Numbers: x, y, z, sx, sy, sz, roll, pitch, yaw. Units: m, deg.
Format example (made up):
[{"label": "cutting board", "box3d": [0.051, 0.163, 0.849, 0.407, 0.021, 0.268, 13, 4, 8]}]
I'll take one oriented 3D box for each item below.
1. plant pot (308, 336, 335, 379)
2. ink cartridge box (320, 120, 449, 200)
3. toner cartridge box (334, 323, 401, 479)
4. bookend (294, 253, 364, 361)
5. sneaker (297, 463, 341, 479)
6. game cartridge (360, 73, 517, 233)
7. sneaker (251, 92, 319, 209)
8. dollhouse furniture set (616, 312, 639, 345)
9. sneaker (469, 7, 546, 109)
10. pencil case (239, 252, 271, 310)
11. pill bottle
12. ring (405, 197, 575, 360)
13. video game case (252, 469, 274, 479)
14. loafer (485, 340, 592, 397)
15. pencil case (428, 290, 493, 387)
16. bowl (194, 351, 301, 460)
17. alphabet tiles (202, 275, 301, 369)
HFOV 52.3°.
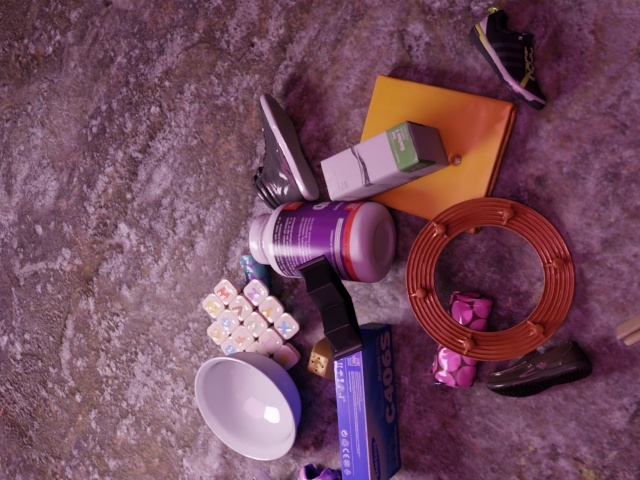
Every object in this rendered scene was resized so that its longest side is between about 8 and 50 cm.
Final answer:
[{"label": "plant pot", "box3d": [0.014, 0.291, 1.579, 0.081, 0.083, 0.081, 20, 102, 29]}, {"label": "ink cartridge box", "box3d": [0.135, -0.162, 1.379, 0.219, 0.160, 0.092, -21, 81, 31]}, {"label": "toner cartridge box", "box3d": [0.108, 0.374, 1.482, 0.075, 0.165, 0.347, -3, 92, 31]}, {"label": "bookend", "box3d": [0.019, 0.142, 1.376, 0.072, 0.156, 0.157, -24, 42, 10]}, {"label": "sneaker", "box3d": [0.032, 0.615, 1.590, 0.236, 0.095, 0.104, 10, 91, 31]}, {"label": "game cartridge", "box3d": [0.237, -0.195, 1.437, 0.324, 0.053, 0.285, 22, 104, 31]}, {"label": "sneaker", "box3d": [-0.124, -0.209, 1.615, 0.147, 0.104, 0.295, -24, 85, 25]}, {"label": "dollhouse furniture set", "box3d": [0.638, 0.211, 1.180, 0.123, 0.144, 0.151, -40, 88, 32]}, {"label": "sneaker", "box3d": [0.392, -0.372, 1.307, 0.097, 0.084, 0.234, -40, 73, 26]}, {"label": "pencil case", "box3d": [-0.167, 0.108, 1.688, 0.070, 0.064, 0.151, -9, 89, 18]}, {"label": "pill bottle", "box3d": [0.000, 0.000, 1.511, 0.323, 0.181, 0.181, 2, 95, 31]}, {"label": "ring", "box3d": [0.343, 0.077, 1.325, 0.337, 0.032, 0.336, -1, 86, 10]}, {"label": "video game case", "box3d": [-0.112, 0.725, 1.663, 0.210, 0.042, 0.232, 39, 134, 23]}, {"label": "loafer", "box3d": [0.443, 0.263, 1.335, 0.220, 0.080, 0.078, -24, 48, 31]}, {"label": "pencil case", "box3d": [0.301, 0.210, 1.399, 0.098, 0.095, 0.209, 19, 101, 36]}, {"label": "bowl", "box3d": [-0.159, 0.391, 1.641, 0.298, 0.134, 0.297, 12, 117, 26]}, {"label": "alphabet tiles", "box3d": [-0.180, 0.230, 1.676, 0.284, 0.021, 0.278, 47, 128, 3]}]
